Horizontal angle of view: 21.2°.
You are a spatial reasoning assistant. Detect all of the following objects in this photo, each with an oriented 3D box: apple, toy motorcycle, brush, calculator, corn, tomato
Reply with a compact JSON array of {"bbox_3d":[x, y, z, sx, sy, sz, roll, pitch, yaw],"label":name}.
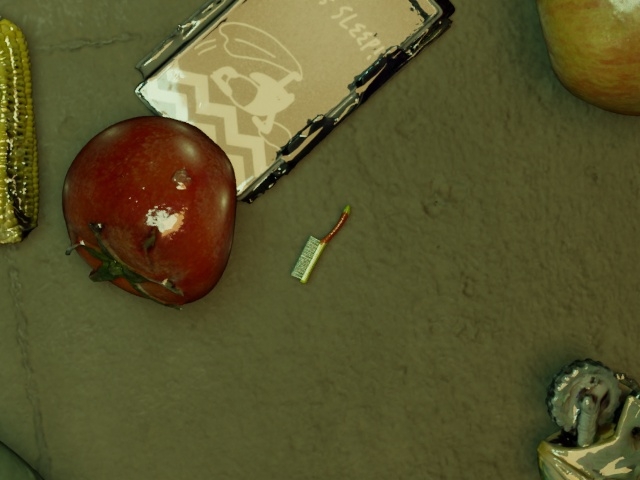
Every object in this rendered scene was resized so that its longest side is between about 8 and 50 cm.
[{"bbox_3d":[0.289,-0.212,1.505,0.188,0.211,0.211,-5,96,20],"label":"apple"},{"bbox_3d":[0.290,0.198,1.598,0.229,0.094,0.129,25,94,-23],"label":"toy motorcycle"},{"bbox_3d":[0.000,0.000,1.563,0.021,0.019,0.083,33,90,-1],"label":"brush"},{"bbox_3d":[-0.023,-0.176,1.543,0.274,0.028,0.165,-42,97,-6],"label":"calculator"},{"bbox_3d":[-0.281,-0.095,1.484,0.072,0.072,0.203,-4,96,-9],"label":"corn"},{"bbox_3d":[-0.141,-0.029,1.475,0.167,0.167,0.167,-1,94,-10],"label":"tomato"}]

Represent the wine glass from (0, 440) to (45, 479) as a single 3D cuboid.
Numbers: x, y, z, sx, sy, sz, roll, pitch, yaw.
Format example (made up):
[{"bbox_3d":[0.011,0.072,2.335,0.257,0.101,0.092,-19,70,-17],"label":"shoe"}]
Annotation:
[{"bbox_3d":[-0.358,0.198,1.438,0.190,0.190,0.357,-40,95,-5],"label":"wine glass"}]
